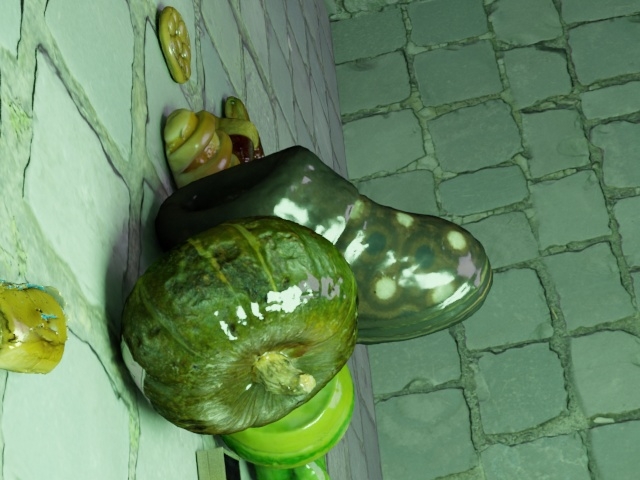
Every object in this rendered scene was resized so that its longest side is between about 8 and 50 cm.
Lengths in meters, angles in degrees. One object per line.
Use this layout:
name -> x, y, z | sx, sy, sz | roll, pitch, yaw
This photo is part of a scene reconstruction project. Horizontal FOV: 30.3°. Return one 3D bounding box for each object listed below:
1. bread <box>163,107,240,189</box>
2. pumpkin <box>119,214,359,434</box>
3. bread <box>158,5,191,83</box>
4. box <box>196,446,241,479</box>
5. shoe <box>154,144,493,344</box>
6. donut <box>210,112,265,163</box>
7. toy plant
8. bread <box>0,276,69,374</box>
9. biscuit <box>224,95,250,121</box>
bread -> -0.150, -0.092, 1.563 | 0.119, 0.084, 0.177 | -90, 162, -57
pumpkin -> -0.071, 0.098, 1.221 | 0.189, 0.260, 0.260 | 50, -8, 30
bread -> -0.201, -0.271, 1.640 | 0.110, 0.024, 0.110 | -11, 90, -81
box -> -0.118, 0.295, 1.412 | 0.079, 0.035, 0.083 | 58, 21, -69
shoe -> 0.000, 0.000, 1.397 | 0.171, 0.384, 0.237 | -76, 155, -54
donut -> -0.125, -0.107, 1.795 | 0.184, 0.073, 0.166 | -90, 170, -47
toy plant -> -0.040, 0.257, 1.577 | 0.224, 0.185, 0.315 | 58, -13, 31
bread -> -0.227, 0.065, 0.897 | 0.106, 0.053, 0.072 | 29, 47, -73
biscuit -> -0.123, -0.124, 1.989 | 0.118, 0.029, 0.247 | -68, 148, -63
